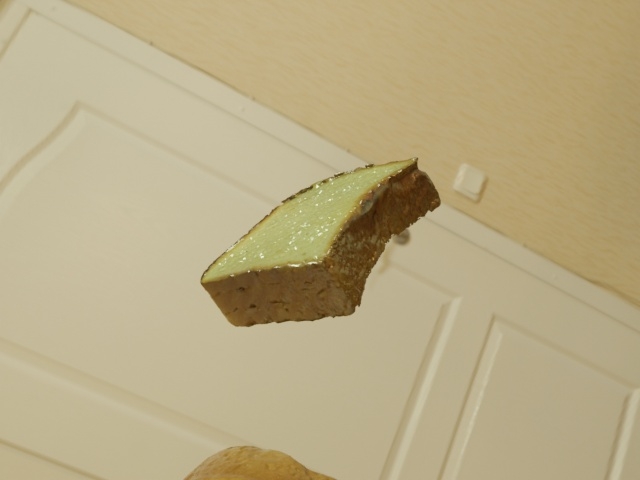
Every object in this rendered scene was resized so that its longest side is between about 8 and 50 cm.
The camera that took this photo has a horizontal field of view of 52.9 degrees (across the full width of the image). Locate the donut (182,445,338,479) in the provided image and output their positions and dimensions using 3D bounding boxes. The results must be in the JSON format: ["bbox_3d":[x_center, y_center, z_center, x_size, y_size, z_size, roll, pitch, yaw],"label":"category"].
[{"bbox_3d":[-0.073,0.390,0.726,0.317,0.299,0.150,-38,4,23],"label":"donut"}]

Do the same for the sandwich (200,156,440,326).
[{"bbox_3d":[0.000,0.000,0.654,0.186,0.065,0.214,-13,23,38],"label":"sandwich"}]
